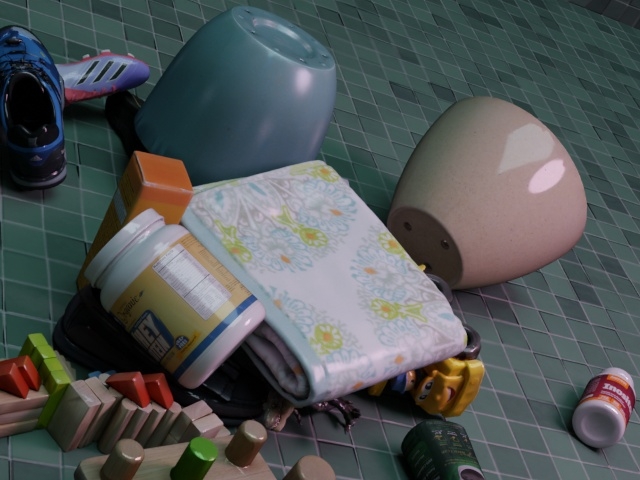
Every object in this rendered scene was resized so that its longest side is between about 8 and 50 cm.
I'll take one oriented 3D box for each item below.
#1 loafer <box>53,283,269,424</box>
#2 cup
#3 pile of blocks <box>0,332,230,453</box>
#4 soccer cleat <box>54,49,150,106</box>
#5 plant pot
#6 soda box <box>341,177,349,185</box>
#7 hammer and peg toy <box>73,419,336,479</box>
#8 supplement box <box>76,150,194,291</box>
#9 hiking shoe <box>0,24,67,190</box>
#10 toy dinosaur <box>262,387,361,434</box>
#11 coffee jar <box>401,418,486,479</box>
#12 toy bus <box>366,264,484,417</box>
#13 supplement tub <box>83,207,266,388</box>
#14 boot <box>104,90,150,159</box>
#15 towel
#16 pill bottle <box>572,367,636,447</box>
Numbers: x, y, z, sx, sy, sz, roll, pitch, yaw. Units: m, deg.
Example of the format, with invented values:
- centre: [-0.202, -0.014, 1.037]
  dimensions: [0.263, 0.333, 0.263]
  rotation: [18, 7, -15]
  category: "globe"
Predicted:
- centre: [-0.198, 0.151, 1.739]
  dimensions: [0.302, 0.095, 0.109]
  rotation: [24, 30, -12]
  category: "loafer"
- centre: [0.251, -0.047, 2.262]
  dimensions: [0.331, 0.331, 0.237]
  rotation: [42, 58, 17]
  category: "cup"
- centre: [-0.270, 0.180, 1.618]
  dimensions: [0.362, 0.112, 0.149]
  rotation: [15, 35, -26]
  category: "pile of blocks"
- centre: [-0.396, -0.248, 2.119]
  dimensions: [0.248, 0.083, 0.095]
  rotation: [-2, 62, -18]
  category: "soccer cleat"
- centre: [-0.110, -0.223, 2.069]
  dimensions: [0.293, 0.235, 0.293]
  rotation: [26, 23, -12]
  category: "plant pot"
- centre: [0.000, 0.000, 2.136]
  dimensions: [0.098, 0.091, 0.286]
  rotation: [18, 33, -20]
  category: "soda box"
- centre: [-0.081, 0.338, 1.542]
  dimensions: [0.361, 0.127, 0.266]
  rotation: [-1, 44, -42]
  category: "hammer and peg toy"
- centre: [-0.254, -0.004, 1.778]
  dimensions: [0.078, 0.233, 0.080]
  rotation: [11, 33, -31]
  category: "supplement box"
- centre: [-0.431, -0.225, 1.969]
  dimensions: [0.113, 0.132, 0.304]
  rotation: [-11, 57, -17]
  category: "hiking shoe"
- centre: [0.001, 0.216, 1.833]
  dimensions: [0.118, 0.064, 0.268]
  rotation: [37, 17, 4]
  category: "toy dinosaur"
- centre: [0.185, 0.339, 1.824]
  dimensions: [0.096, 0.079, 0.184]
  rotation: [15, 34, -32]
  category: "coffee jar"
- centre: [0.109, 0.162, 1.967]
  dimensions: [0.211, 0.149, 0.220]
  rotation: [-8, 50, -30]
  category: "toy bus"
- centre: [-0.183, 0.071, 1.654]
  dimensions: [0.200, 0.144, 0.144]
  rotation: [44, 32, 3]
  category: "supplement tub"
- centre: [-0.258, -0.178, 2.186]
  dimensions: [0.137, 0.077, 0.198]
  rotation: [9, 38, -42]
  category: "boot"
- centre: [-0.008, 0.047, 1.844]
  dimensions: [0.320, 0.090, 0.374]
  rotation: [-16, 57, -41]
  category: "towel"
- centre: [0.471, 0.270, 2.171]
  dimensions: [0.086, 0.086, 0.152]
  rotation: [35, 31, 6]
  category: "pill bottle"
